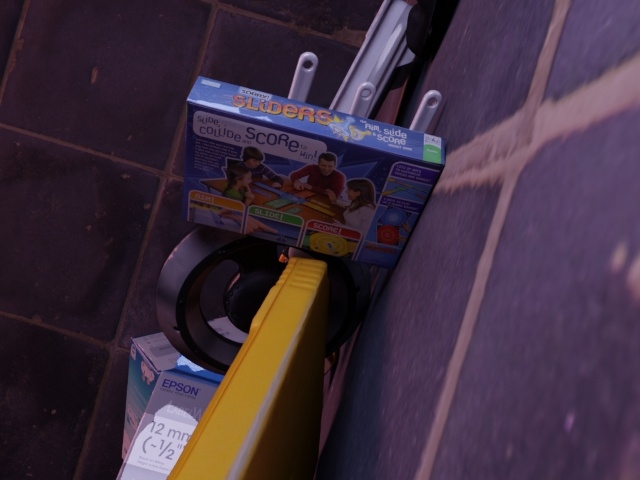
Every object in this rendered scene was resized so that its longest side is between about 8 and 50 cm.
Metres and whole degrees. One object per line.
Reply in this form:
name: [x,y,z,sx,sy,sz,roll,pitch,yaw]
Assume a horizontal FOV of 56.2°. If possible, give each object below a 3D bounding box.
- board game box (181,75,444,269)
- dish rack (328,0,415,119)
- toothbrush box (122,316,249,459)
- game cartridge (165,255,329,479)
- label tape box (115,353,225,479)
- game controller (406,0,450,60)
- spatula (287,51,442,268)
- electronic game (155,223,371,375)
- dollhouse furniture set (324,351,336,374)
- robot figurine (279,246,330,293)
board game box: [-0.013,-0.050,0.509,0.136,0.201,0.035,108,174,-48]
dish rack: [0.061,-0.193,0.920,0.333,0.072,0.285,-61,-1,6]
toothbrush box: [-0.255,0.320,1.175,0.126,0.216,0.296,33,122,43]
game cartridge: [-0.050,0.204,0.507,0.324,0.052,0.286,-67,-18,-61]
label tape box: [-0.151,0.308,0.929,0.115,0.249,0.348,107,179,-57]
game controller: [0.166,-0.387,0.753,0.166,0.067,0.319,74,-149,-64]
spatula: [0.014,-0.058,0.594,0.019,0.168,0.242,-98,24,-51]
electronic game: [-0.058,0.061,0.637,0.048,0.229,0.229,-108,30,-55]
dollhouse furniture set: [-0.004,0.216,0.862,0.152,0.058,0.076,-53,0,18]
robot figurine: [0.000,0.000,0.756,0.211,0.085,0.291,-28,-47,-56]
